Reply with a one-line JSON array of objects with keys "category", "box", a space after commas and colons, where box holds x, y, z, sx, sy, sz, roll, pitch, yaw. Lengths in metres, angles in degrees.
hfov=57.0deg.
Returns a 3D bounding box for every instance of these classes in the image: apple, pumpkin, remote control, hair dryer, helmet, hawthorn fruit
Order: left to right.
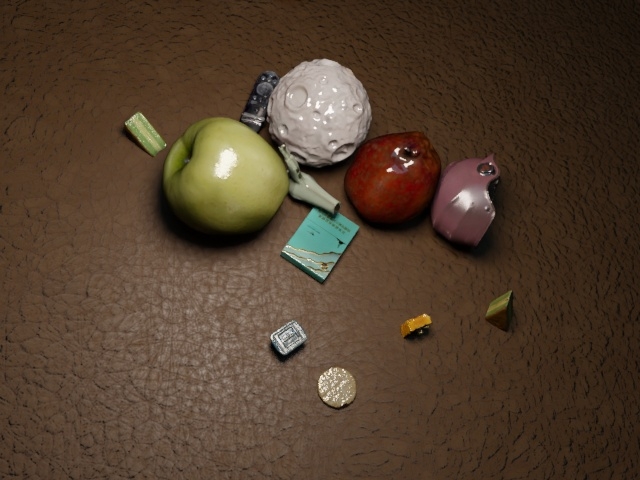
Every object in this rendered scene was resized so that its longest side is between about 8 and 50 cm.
[{"category": "apple", "box": [-0.278, -0.174, 1.712, 0.356, 0.357, 0.358, 5, 65, -12]}, {"category": "remote control", "box": [-0.207, -0.460, 2.019, 0.090, 0.066, 0.266, 16, 67, 8]}, {"category": "hair dryer", "box": [-0.033, -0.175, 1.810, 0.229, 0.267, 0.092, 37, 78, 9]}, {"category": "hawthorn fruit", "box": [0.236, -0.211, 1.881, 0.308, 0.325, 0.308, 16, 36, -12]}, {"category": "pumpkin", "box": [0.294, 0.266, 1.810, 0.083, 0.074, 0.054, -20, 69, -19]}, {"category": "helmet", "box": [0.465, -0.142, 1.940, 0.197, 0.271, 0.339, 9, 67, 6]}]

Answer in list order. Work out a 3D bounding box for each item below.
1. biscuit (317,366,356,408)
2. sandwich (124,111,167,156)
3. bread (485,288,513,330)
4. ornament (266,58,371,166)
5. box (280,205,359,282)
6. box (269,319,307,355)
[{"category": "biscuit", "box": [0.048, 0.425, 1.707, 0.120, 0.015, 0.120, 5, 65, -12]}, {"category": "sandwich", "box": [-0.549, -0.334, 1.859, 0.116, 0.074, 0.074, 38, 64, 5]}, {"category": "bread", "box": [0.596, 0.222, 1.869, 0.084, 0.139, 0.074, 29, 62, 0]}, {"category": "ornament", "box": [0.002, -0.393, 1.883, 0.336, 0.337, 0.338, 5, 65, -12]}, {"category": "box", "box": [0.000, 0.001, 1.870, 0.162, 0.041, 0.229, 33, 62, 2]}, {"category": "box", "box": [-0.096, 0.286, 1.710, 0.099, 0.054, 0.074, -32, 79, -24]}]
